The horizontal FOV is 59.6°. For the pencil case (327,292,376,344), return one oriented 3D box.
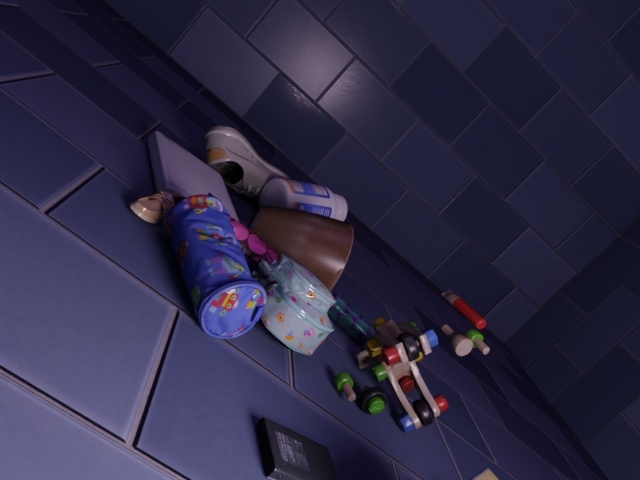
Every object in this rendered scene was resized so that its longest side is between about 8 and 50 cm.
[{"bbox_3d":[0.078,0.205,1.458,0.152,0.064,0.070,43,27,-2],"label":"pencil case"}]

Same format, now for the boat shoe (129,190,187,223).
[{"bbox_3d":[-0.322,-0.074,1.133,0.063,0.059,0.170,44,11,7],"label":"boat shoe"}]

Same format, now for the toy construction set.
[{"bbox_3d":[0.190,0.228,1.229,0.257,0.309,0.237,45,4,-32],"label":"toy construction set"}]

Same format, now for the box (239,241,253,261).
[{"bbox_3d":[-0.193,0.028,1.178,0.083,0.067,0.018,39,-17,-15],"label":"box"}]

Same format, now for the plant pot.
[{"bbox_3d":[-0.070,0.008,1.402,0.231,0.215,0.215,25,16,-16],"label":"plant pot"}]

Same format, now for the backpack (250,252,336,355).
[{"bbox_3d":[-0.053,0.128,1.108,0.166,0.144,0.188,40,13,-43],"label":"backpack"}]

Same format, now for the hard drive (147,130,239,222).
[{"bbox_3d":[-0.319,-0.137,1.410,0.233,0.047,0.353,35,13,-34],"label":"hard drive"}]

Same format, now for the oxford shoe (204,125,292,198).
[{"bbox_3d":[-0.218,-0.191,1.786,0.449,0.169,0.130,41,49,-51],"label":"oxford shoe"}]

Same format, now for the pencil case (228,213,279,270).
[{"bbox_3d":[-0.155,0.031,1.255,0.209,0.095,0.098,37,29,-18],"label":"pencil case"}]

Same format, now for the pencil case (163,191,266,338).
[{"bbox_3d":[-0.192,0.037,1.011,0.133,0.119,0.306,7,32,-32],"label":"pencil case"}]

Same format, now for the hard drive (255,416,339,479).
[{"bbox_3d":[-0.029,0.315,0.798,0.135,0.022,0.094,36,13,-30],"label":"hard drive"}]

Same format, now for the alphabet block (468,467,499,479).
[{"bbox_3d":[0.195,0.436,0.700,0.197,0.192,0.193,50,15,27],"label":"alphabet block"}]

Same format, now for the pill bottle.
[{"bbox_3d":[-0.047,-0.109,1.785,0.272,0.152,0.152,6,35,-43],"label":"pill bottle"}]
